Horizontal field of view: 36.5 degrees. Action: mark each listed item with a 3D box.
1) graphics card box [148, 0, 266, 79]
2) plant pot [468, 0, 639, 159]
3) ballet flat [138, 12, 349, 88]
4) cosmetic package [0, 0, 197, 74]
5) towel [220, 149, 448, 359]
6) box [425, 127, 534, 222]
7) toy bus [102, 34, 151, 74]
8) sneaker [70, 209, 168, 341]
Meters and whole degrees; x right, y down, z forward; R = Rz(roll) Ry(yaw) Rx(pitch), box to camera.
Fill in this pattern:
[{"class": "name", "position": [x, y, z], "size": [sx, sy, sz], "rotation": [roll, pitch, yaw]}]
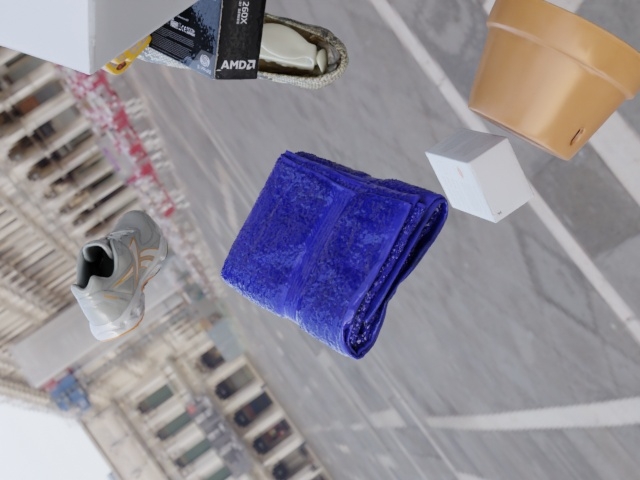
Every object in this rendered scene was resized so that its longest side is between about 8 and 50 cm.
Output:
[{"class": "graphics card box", "position": [-0.175, -0.465, 1.571], "size": [0.233, 0.094, 0.370], "rotation": [31, 119, 46]}, {"class": "plant pot", "position": [0.387, -0.271, 1.666], "size": [0.291, 0.203, 0.291], "rotation": [28, -172, -4]}, {"class": "ballet flat", "position": [-0.171, -0.392, 1.836], "size": [0.182, 0.483, 0.164], "rotation": [-149, 70, -76]}, {"class": "cosmetic package", "position": [-0.252, -0.387, 1.192], "size": [0.230, 0.453, 0.161], "rotation": [20, 127, 14]}, {"class": "towel", "position": [0.000, 0.000, 1.259], "size": [0.076, 0.227, 0.308], "rotation": [36, 172, -38]}, {"class": "box", "position": [0.288, -0.122, 1.770], "size": [0.130, 0.091, 0.170], "rotation": [61, 168, -21]}, {"class": "toy bus", "position": [-0.418, -0.389, 1.710], "size": [0.333, 0.108, 0.130], "rotation": [30, 166, 34]}, {"class": "sneaker", "position": [-0.308, 0.022, 1.477], "size": [0.262, 0.099, 0.121], "rotation": [-89, -21, -51]}]
